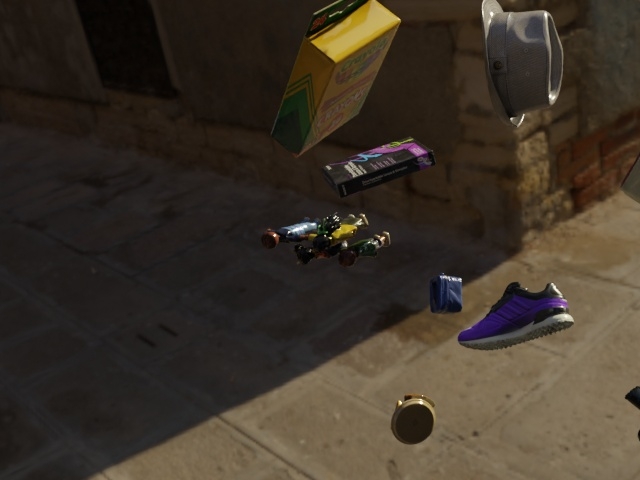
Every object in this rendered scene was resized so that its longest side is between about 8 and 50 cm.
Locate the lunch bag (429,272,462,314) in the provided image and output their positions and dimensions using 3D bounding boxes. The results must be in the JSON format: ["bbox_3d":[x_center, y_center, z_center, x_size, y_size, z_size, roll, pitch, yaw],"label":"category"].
[{"bbox_3d":[0.295,0.127,1.943,0.065,0.098,0.067,5,-18,-18],"label":"lunch bag"}]

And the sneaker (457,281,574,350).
[{"bbox_3d":[0.480,0.184,2.048,0.293,0.146,0.102,-20,-24,25],"label":"sneaker"}]

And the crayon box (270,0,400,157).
[{"bbox_3d":[0.030,-0.318,1.522,0.081,0.318,0.202,42,56,12],"label":"crayon box"}]

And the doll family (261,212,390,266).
[{"bbox_3d":[0.000,0.000,1.172,0.193,0.076,0.111,-8,14,42],"label":"doll family"}]

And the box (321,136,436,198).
[{"bbox_3d":[0.090,-0.119,1.304,0.162,0.029,0.116,-21,22,-5],"label":"box"}]

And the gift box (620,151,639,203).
[{"bbox_3d":[0.409,-0.084,0.523,0.276,0.255,0.258,-24,54,-36],"label":"gift box"}]

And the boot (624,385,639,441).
[{"bbox_3d":[0.612,0.319,1.517,0.121,0.045,0.099,-21,42,-20],"label":"boot"}]

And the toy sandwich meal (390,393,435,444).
[{"bbox_3d":[0.149,0.289,1.319,0.086,0.085,0.029,-16,12,-12],"label":"toy sandwich meal"}]

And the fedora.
[{"bbox_3d":[0.426,-0.376,1.676,0.124,0.275,0.244,-5,-4,30],"label":"fedora"}]
